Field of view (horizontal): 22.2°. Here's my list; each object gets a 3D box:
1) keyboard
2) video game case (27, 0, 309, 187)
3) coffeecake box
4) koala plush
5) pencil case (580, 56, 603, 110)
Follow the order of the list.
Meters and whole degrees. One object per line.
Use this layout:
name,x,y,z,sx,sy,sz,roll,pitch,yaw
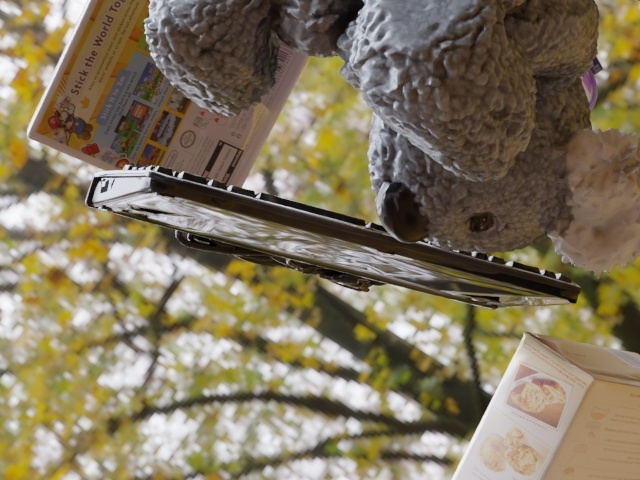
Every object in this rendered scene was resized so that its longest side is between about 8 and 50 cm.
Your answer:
keyboard,0.000,0.000,1.075,0.317,0.201,0.033,16,-101,-26
video game case,-0.133,-0.155,1.514,0.206,0.026,0.227,23,-72,-16
coffeecake box,0.161,0.165,1.114,0.142,0.068,0.186,13,-74,-47
koala plush,0.071,-0.077,0.773,0.203,0.196,0.221,-52,-44,-24
pencil case,0.157,-0.112,1.476,0.086,0.088,0.206,-28,-4,-42
